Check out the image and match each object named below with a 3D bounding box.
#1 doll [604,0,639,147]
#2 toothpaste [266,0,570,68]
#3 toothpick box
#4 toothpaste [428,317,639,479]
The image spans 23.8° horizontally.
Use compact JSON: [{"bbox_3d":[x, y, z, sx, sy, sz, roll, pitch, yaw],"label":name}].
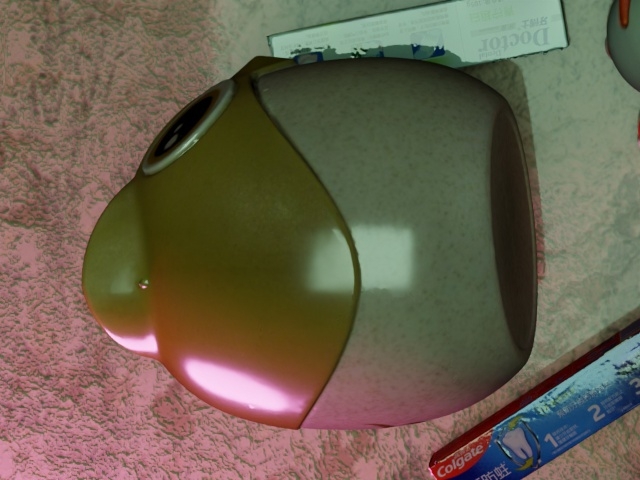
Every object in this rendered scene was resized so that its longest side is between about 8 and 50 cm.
[{"bbox_3d":[0.395,-0.168,1.662,0.105,0.200,0.336,-22,93,-24],"label":"doll"},{"bbox_3d":[0.112,-0.228,1.743,0.337,0.067,0.081,-10,98,11],"label":"toothpaste"},{"bbox_3d":[0.000,0.000,1.633,0.425,0.409,0.408,-6,99,16],"label":"toothpick box"},{"bbox_3d":[0.278,0.207,1.796,0.320,0.066,0.076,-35,93,15],"label":"toothpaste"}]
